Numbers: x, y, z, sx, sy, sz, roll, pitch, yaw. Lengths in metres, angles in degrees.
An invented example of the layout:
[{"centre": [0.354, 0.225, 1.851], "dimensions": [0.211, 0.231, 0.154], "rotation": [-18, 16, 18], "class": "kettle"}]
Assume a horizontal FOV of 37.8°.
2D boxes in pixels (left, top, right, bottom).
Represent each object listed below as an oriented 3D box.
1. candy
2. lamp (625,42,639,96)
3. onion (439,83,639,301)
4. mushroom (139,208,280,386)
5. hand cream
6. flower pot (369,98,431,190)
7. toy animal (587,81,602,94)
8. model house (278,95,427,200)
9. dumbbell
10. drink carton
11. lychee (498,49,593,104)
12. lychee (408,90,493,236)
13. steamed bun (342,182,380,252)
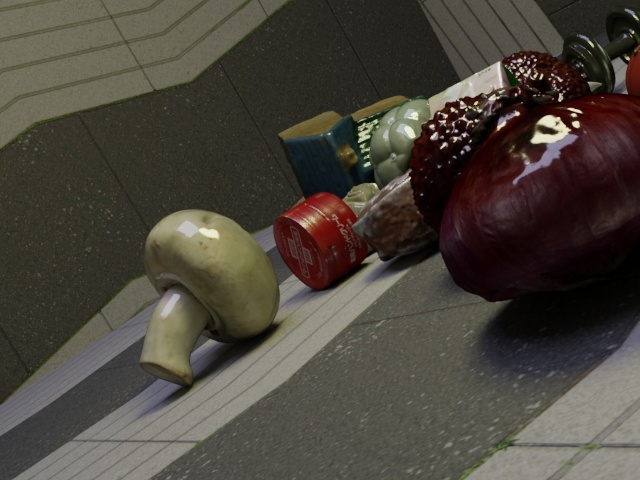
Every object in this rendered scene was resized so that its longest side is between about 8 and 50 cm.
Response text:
[{"centre": [0.207, -0.071, 1.856], "dimensions": [0.290, 0.157, 0.214], "rotation": [-37, -10, -3], "class": "candy"}, {"centre": [0.620, -0.295, 1.560], "dimensions": [0.227, 0.226, 0.227], "rotation": [-29, 8, 4], "class": "lamp"}, {"centre": [0.285, -0.079, 1.152], "dimensions": [0.348, 0.285, 0.347], "rotation": [-30, -10, -6], "class": "onion"}, {"centre": [-0.215, 0.108, 1.917], "dimensions": [0.315, 0.356, 0.315], "rotation": [-14, -23, -6], "class": "mushroom"}, {"centre": [0.000, 0.000, 2.041], "dimensions": [0.125, 0.193, 0.193], "rotation": [-36, 9, -27], "class": "hand cream"}, {"centre": [0.224, -0.188, 2.045], "dimensions": [0.246, 0.246, 0.195], "rotation": [-30, 30, -3], "class": "flower pot"}, {"centre": [0.598, -0.311, 2.275], "dimensions": [0.182, 0.131, 0.127], "rotation": [-41, 43, -22], "class": "toy animal"}, {"centre": [0.133, -0.193, 2.457], "dimensions": [0.382, 0.334, 0.342], "rotation": [-26, 18, -7], "class": "model house"}, {"centre": [0.736, -0.477, 2.367], "dimensions": [0.290, 0.192, 0.192], "rotation": [-32, 8, -7], "class": "dumbbell"}, {"centre": [0.336, -0.194, 1.726], "dimensions": [0.161, 0.271, 0.108], "rotation": [-26, 49, 31], "class": "drink carton"}, {"centre": [0.441, -0.266, 1.955], "dimensions": [0.261, 0.260, 0.260], "rotation": [-29, 8, 4], "class": "lychee"}, {"centre": [0.267, -0.108, 1.506], "dimensions": [0.264, 0.264, 0.300], "rotation": [-30, 25, 0], "class": "lychee"}, {"centre": [0.121, -0.068, 2.185], "dimensions": [0.218, 0.144, 0.211], "rotation": [-29, 7, 6], "class": "steamed bun"}]
